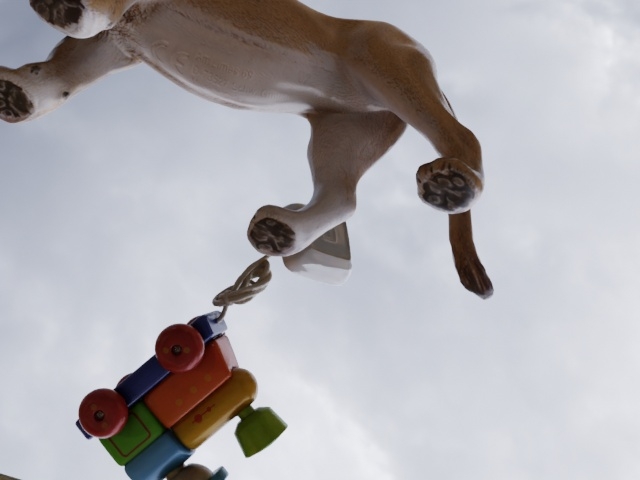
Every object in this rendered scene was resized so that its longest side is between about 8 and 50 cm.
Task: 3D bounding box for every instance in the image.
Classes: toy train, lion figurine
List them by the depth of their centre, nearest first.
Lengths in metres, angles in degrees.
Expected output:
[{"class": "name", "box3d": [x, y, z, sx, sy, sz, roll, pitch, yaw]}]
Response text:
[{"class": "lion figurine", "box3d": [-0.044, -0.129, 0.472, 0.142, 0.392, 0.240, -50, -168, 37]}, {"class": "toy train", "box3d": [-0.080, 0.128, 0.651, 0.248, 0.105, 0.143, -40, -94, 3]}]

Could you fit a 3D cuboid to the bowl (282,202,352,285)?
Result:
[{"class": "bowl", "box3d": [0.000, 0.000, 1.269, 0.053, 0.142, 0.142, -38, -134, 40]}]

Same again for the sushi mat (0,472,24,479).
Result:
[{"class": "sushi mat", "box3d": [-0.354, 0.219, 0.535, 0.316, 0.019, 0.151, 11, -120, 12]}]
